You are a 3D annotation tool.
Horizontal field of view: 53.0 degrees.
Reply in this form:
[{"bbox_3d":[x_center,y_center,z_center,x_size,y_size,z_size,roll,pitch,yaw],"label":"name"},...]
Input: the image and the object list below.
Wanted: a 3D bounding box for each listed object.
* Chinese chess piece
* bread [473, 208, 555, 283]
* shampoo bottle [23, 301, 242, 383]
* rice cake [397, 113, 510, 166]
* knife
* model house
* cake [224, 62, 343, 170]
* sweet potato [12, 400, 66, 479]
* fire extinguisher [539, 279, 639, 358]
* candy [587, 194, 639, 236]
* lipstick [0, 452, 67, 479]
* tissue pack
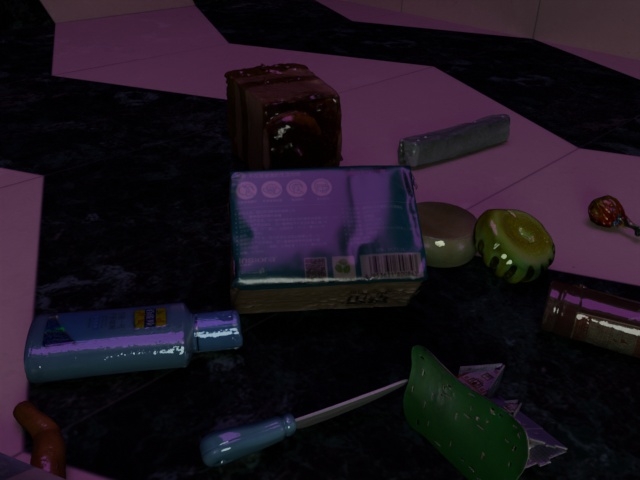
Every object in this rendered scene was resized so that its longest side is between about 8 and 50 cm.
[{"bbox_3d":[0.198,-0.011,1.083,0.144,0.058,0.144,2,32,-1],"label":"Chinese chess piece"},{"bbox_3d":[0.304,0.007,1.018,0.139,0.071,0.130,-20,68,-38],"label":"bread"},{"bbox_3d":[-0.230,0.124,0.817,0.258,0.061,0.104,-4,32,-11],"label":"shampoo bottle"},{"bbox_3d":[0.316,-0.231,1.462,0.336,0.066,0.063,-17,35,-31],"label":"rice cake"},{"bbox_3d":[-0.014,0.197,0.711,0.244,0.058,0.032,-13,58,-22],"label":"knife"},{"bbox_3d":[0.179,0.185,0.689,0.088,0.117,0.167,-14,30,-32],"label":"model house"},{"bbox_3d":[-0.062,-0.236,1.315,0.198,0.196,0.293,-10,31,-23],"label":"cake"},{"bbox_3d":[-0.290,0.217,0.676,0.044,0.044,0.179,-15,36,-27],"label":"sweet potato"},{"bbox_3d":[0.420,0.133,0.845,0.252,0.075,0.106,16,61,20],"label":"fire extinguisher"},{"bbox_3d":[0.567,-0.017,1.137,0.060,0.060,0.201,-21,45,-34],"label":"candy"},{"bbox_3d":[-0.195,0.266,0.548,0.317,0.068,0.066,14,3,19],"label":"lipstick"},{"bbox_3d":[0.000,0.000,0.926,0.270,0.134,0.192,-1,64,-6],"label":"tissue pack"}]
